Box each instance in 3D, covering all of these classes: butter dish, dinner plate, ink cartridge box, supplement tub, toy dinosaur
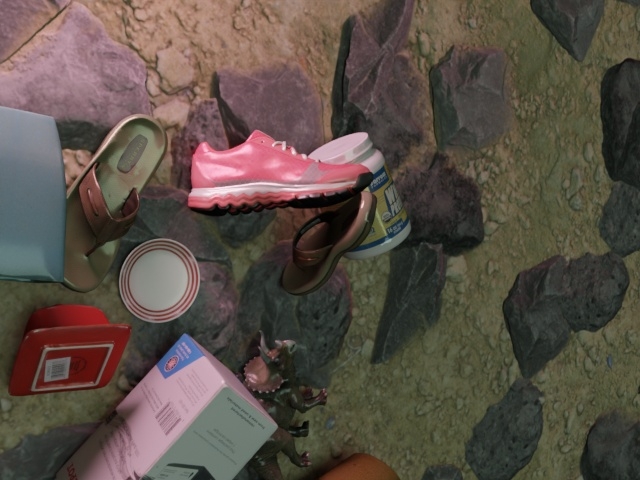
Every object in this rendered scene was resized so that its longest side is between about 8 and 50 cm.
[{"bbox_3d":[-0.390,0.149,1.224,0.159,0.118,0.160,0,136,-34],"label":"butter dish"},{"bbox_3d":[-0.269,0.067,1.344,0.141,0.017,0.141,-3,95,-33],"label":"dinner plate"},{"bbox_3d":[-0.242,0.324,1.232,0.307,0.223,0.129,-48,117,-7],"label":"ink cartridge box"},{"bbox_3d":[0.067,-0.081,1.468,0.144,0.144,0.200,-34,112,-25],"label":"supplement tub"},{"bbox_3d":[-0.085,0.321,1.445,0.160,0.121,0.314,14,91,-20],"label":"toy dinosaur"}]

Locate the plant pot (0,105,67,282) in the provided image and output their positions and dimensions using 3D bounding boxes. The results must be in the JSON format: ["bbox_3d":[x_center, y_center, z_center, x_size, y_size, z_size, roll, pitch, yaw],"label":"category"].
[{"bbox_3d":[-0.453,-0.064,1.135,0.165,0.165,0.235,8,83,-33],"label":"plant pot"}]

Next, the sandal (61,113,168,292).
[{"bbox_3d":[-0.330,-0.065,1.252,0.120,0.086,0.303,30,79,-31],"label":"sandal"}]

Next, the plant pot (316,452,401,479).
[{"bbox_3d":[0.042,0.527,1.478,0.254,0.237,0.237,-47,117,-35],"label":"plant pot"}]

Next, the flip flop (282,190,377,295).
[{"bbox_3d":[0.000,0.000,1.378,0.080,0.277,0.112,17,55,-23],"label":"flip flop"}]

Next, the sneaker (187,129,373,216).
[{"bbox_3d":[-0.070,-0.121,1.337,0.313,0.116,0.136,-5,85,2],"label":"sneaker"}]

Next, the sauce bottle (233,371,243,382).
[{"bbox_3d":[-0.197,0.248,1.393,0.128,0.042,0.042,-4,97,-34],"label":"sauce bottle"}]
